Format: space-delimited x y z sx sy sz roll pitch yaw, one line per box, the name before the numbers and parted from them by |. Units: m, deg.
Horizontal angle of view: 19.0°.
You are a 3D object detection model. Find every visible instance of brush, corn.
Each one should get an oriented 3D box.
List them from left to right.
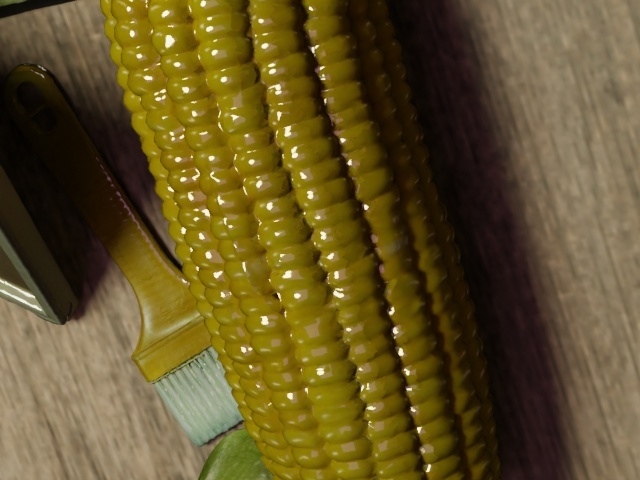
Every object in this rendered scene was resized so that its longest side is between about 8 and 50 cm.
brush | -0.097 0.004 0.983 0.082 0.010 0.218 -30 98 30
corn | 0.000 0.000 0.876 0.131 0.131 0.344 -10 110 25

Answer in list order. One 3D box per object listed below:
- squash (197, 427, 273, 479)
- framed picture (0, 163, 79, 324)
squash | -0.040 0.164 0.959 0.105 0.132 0.105 8 113 20
framed picture | -0.274 -0.058 0.931 0.315 0.232 0.024 24 74 9
